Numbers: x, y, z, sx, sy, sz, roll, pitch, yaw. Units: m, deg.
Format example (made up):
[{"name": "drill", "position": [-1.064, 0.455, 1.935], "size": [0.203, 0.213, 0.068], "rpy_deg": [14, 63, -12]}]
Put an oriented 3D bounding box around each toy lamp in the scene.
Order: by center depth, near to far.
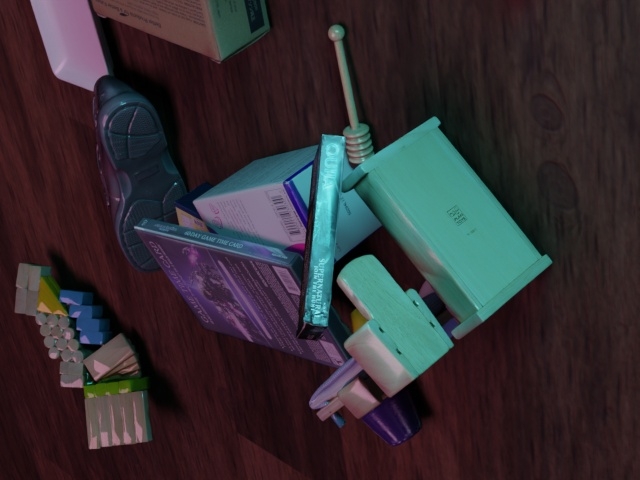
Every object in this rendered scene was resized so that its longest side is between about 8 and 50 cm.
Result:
[{"name": "toy lamp", "position": [0.035, 0.132, 1.845], "size": [0.274, 0.080, 0.080], "rpy_deg": [58, 149, -2]}]

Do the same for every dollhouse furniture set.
[{"name": "dollhouse furniture set", "position": [0.038, 0.064, 1.568], "size": [0.198, 0.286, 0.303], "rpy_deg": [51, 137, 5]}]

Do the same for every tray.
[{"name": "tray", "position": [-0.338, -0.323, 1.944], "size": [0.145, 0.030, 0.270], "rpy_deg": [22, 136, 41]}]

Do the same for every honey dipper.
[{"name": "honey dipper", "position": [0.029, -0.160, 1.610], "size": [0.030, 0.030, 0.160], "rpy_deg": [18, 132, 44]}]

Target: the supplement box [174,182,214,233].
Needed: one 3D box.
[{"name": "supplement box", "position": [-0.140, -0.018, 1.950], "size": [0.083, 0.056, 0.083], "rpy_deg": [27, 140, 37]}]

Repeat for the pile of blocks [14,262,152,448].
[{"name": "pile of blocks", "position": [-0.369, 0.179, 2.432], "size": [0.362, 0.149, 0.113], "rpy_deg": [59, -167, 9]}]

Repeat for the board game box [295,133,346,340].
[{"name": "board game box", "position": [0.000, 0.000, 1.450], "size": [0.126, 0.026, 0.186], "rpy_deg": [116, 160, -80]}]

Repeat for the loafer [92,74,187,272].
[{"name": "loafer", "position": [-0.249, -0.092, 1.998], "size": [0.095, 0.109, 0.302], "rpy_deg": [53, 158, 43]}]

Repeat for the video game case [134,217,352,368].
[{"name": "video game case", "position": [-0.089, 0.065, 1.795], "size": [0.274, 0.026, 0.196], "rpy_deg": [14, 145, 42]}]

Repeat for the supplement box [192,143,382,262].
[{"name": "supplement box", "position": [-0.036, -0.037, 1.738], "size": [0.220, 0.114, 0.111], "rpy_deg": [-8, 114, 55]}]

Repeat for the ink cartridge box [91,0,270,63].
[{"name": "ink cartridge box", "position": [-0.177, -0.330, 1.665], "size": [0.235, 0.088, 0.193], "rpy_deg": [25, 140, 38]}]
